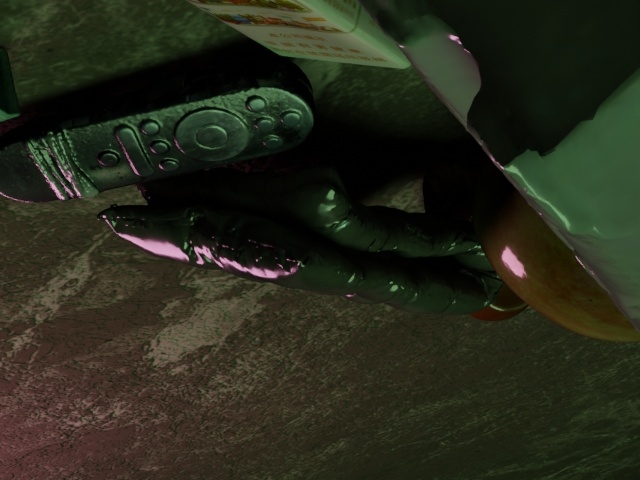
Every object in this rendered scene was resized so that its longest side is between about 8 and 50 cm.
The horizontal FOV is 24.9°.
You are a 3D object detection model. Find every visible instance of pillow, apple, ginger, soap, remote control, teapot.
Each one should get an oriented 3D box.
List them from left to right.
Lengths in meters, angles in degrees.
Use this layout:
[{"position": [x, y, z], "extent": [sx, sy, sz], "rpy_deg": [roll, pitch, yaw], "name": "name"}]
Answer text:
[{"position": [-0.134, -0.090, 1.136], "extent": [0.265, 0.066, 0.090], "rpy_deg": [-12, 132, 8], "name": "remote control"}, {"position": [0.000, 0.000, 1.273], "extent": [0.228, 0.101, 0.326], "rpy_deg": [11, 176, 38], "name": "pillow"}, {"position": [0.150, -0.043, 1.402], "extent": [0.103, 0.073, 0.162], "rpy_deg": [0, 165, 3], "name": "ginger"}, {"position": [0.181, 0.030, 1.566], "extent": [0.173, 0.116, 0.116], "rpy_deg": [-19, 162, -22], "name": "teapot"}, {"position": [0.141, -0.140, 0.773], "extent": [0.213, 0.350, 0.435], "rpy_deg": [-42, 154, 6], "name": "soap"}, {"position": [0.259, -0.044, 1.238], "extent": [0.233, 0.257, 0.257], "rpy_deg": [19, 150, -11], "name": "apple"}]

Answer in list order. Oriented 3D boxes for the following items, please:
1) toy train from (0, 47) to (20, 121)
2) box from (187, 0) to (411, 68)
[{"position": [-0.297, -0.097, 1.011], "extent": [0.172, 0.070, 0.099], "rpy_deg": [-16, 169, 9], "name": "toy train"}, {"position": [-0.037, -0.164, 0.965], "extent": [0.122, 0.032, 0.220], "rpy_deg": [12, 174, 33], "name": "box"}]
